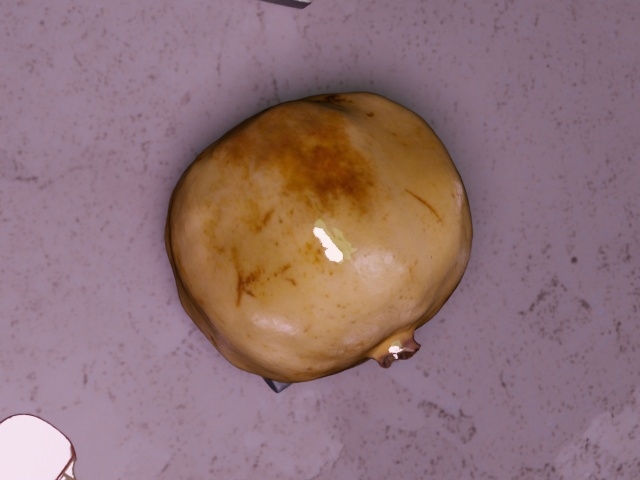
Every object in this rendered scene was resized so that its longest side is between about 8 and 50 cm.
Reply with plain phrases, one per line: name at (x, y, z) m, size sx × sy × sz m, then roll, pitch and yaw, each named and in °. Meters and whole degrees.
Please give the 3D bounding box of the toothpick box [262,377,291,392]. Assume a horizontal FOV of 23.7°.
toothpick box at (-0.030, 0.130, 1.744) m, size 0.083 × 0.052 × 0.052 m, roll -35°, pitch 96°, yaw -14°

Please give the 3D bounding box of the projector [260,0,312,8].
projector at (-0.074, -0.336, 1.746) m, size 0.147 × 0.061 × 0.115 m, roll 13°, pitch 84°, yaw -13°

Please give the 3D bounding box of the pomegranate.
pomegranate at (0.000, 0.000, 1.627) m, size 0.333 × 0.332 × 0.332 m, roll 0°, pitch 88°, yaw -14°

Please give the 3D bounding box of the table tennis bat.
table tennis bat at (-0.301, 0.257, 1.696) m, size 0.156 × 0.013 × 0.087 m, roll 37°, pitch 78°, yaw -8°
